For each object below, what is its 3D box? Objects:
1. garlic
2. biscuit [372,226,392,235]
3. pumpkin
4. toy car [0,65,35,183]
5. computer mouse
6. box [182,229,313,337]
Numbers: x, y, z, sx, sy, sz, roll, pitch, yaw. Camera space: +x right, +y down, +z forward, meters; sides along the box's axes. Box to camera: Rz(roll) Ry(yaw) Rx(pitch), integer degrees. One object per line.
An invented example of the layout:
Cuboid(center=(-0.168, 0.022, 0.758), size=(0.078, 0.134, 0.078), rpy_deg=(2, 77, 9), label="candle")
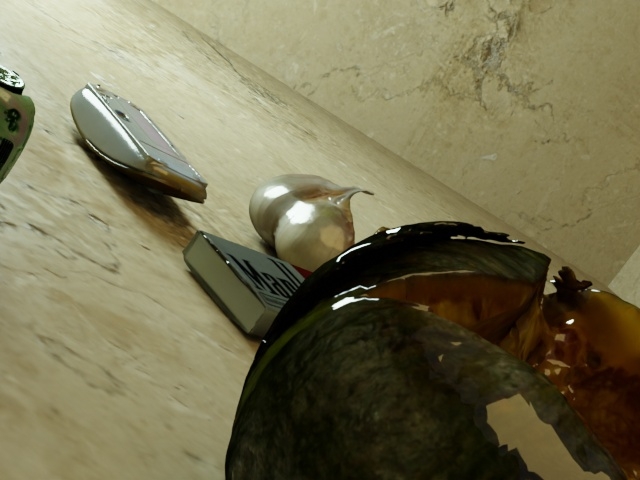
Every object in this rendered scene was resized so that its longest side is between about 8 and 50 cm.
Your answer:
Cuboid(center=(-0.006, -0.010, 1.150), size=(0.124, 0.099, 0.174), rpy_deg=(14, 20, -24), label="garlic")
Cuboid(center=(0.130, 0.052, 1.413), size=(0.183, 0.047, 0.320), rpy_deg=(34, 11, 7), label="biscuit")
Cuboid(center=(0.108, 0.130, 0.561), size=(0.320, 0.192, 0.320), rpy_deg=(21, 26, -11), label="pumpkin")
Cuboid(center=(-0.294, -0.114, 0.729), size=(0.224, 0.090, 0.076), rpy_deg=(36, 14, 4), label="toy car")
Cuboid(center=(-0.178, -0.088, 1.083), size=(0.102, 0.045, 0.199), rpy_deg=(24, 16, -43), label="computer mouse")
Cuboid(center=(-0.025, 0.054, 0.957), size=(0.177, 0.036, 0.115), rpy_deg=(23, 16, -47), label="box")
